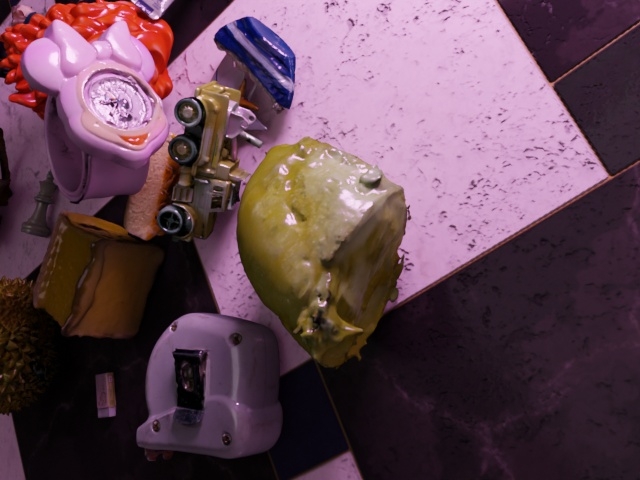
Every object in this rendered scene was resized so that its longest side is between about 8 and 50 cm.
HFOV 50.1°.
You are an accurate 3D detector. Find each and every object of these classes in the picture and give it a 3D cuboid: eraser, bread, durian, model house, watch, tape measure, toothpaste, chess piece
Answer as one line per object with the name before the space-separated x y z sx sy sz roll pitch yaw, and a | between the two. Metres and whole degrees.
eraser | -0.415 0.299 1.322 0.038 0.019 0.083 -15 76 32
bread | -0.283 -0.101 1.208 0.068 0.125 0.188 15 98 4
durian | 0.000 0.000 0.973 0.255 0.204 0.340 -52 49 2
model house | -0.444 0.055 1.279 0.234 0.175 0.193 24 98 32
watch | -0.370 -0.188 1.088 0.217 0.211 0.248 -35 74 46
tape measure | -0.185 0.239 1.102 0.243 0.125 0.246 -7 81 34
toothpaste | -0.249 -0.478 1.230 0.062 0.037 0.216 38 67 1
chess piece | -0.601 -0.083 1.487 0.059 0.059 0.149 12 84 36
durian | -0.628 0.217 1.340 0.225 0.291 0.291 23 98 19

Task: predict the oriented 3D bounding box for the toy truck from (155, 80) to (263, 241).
toy truck | -0.178 -0.119 1.133 0.135 0.128 0.259 19 111 2

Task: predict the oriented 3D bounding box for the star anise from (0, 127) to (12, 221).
star anise | -0.795 -0.088 1.592 0.293 0.109 0.349 7 99 29

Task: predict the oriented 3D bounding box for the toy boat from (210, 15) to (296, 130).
toy boat | -0.152 -0.236 1.196 0.220 0.067 0.291 50 125 25

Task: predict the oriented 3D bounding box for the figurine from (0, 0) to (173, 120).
figurine | -0.463 -0.358 1.302 0.412 0.306 0.241 39 136 45
